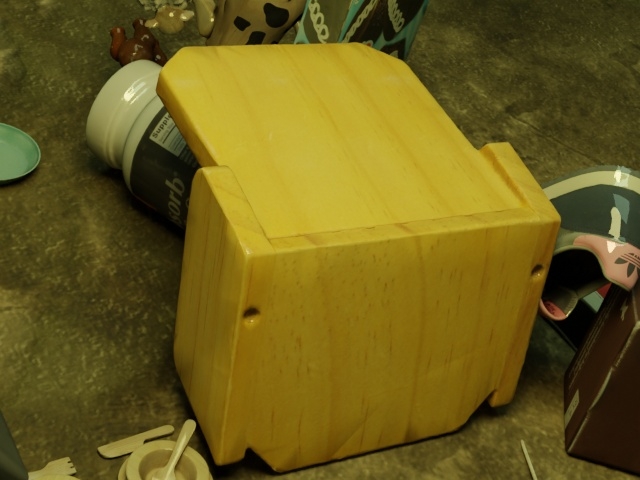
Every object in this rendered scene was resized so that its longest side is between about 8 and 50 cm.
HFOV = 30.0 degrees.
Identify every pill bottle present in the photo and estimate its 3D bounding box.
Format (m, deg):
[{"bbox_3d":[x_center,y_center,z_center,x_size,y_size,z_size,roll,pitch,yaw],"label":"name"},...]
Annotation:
[{"bbox_3d":[-0.122,-0.085,1.361,0.278,0.162,0.162,32,38,20],"label":"pill bottle"}]

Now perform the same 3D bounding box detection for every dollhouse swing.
[{"bbox_3d":[0.000,0.000,1.211,0.347,0.315,0.305,-8,32,-31],"label":"dollhouse swing"}]

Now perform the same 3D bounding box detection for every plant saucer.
[{"bbox_3d":[-0.386,-0.097,1.385,0.119,0.021,0.119,11,37,-9],"label":"plant saucer"}]

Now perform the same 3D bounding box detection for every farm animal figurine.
[{"bbox_3d":[-0.085,-0.240,1.492,0.330,0.327,0.172,-6,58,-19],"label":"farm animal figurine"}]

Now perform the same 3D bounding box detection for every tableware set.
[{"bbox_3d":[-0.178,0.218,1.036,0.194,0.039,0.128,-13,45,-36],"label":"tableware set"}]

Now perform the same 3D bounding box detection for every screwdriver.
[{"bbox_3d":[0.216,0.253,1.171,0.025,0.024,0.170,33,25,-31],"label":"screwdriver"}]

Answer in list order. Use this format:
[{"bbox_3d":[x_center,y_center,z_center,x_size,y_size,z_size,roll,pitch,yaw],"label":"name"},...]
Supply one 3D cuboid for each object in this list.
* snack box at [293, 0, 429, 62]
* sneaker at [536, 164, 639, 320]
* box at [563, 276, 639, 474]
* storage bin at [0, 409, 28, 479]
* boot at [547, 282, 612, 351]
[{"bbox_3d":[0.029,-0.198,1.436,0.060,0.322,0.187,37,40,21],"label":"snack box"},{"bbox_3d":[0.215,0.032,1.270,0.112,0.319,0.131,26,58,-22],"label":"sneaker"},{"bbox_3d":[0.465,0.170,1.246,0.381,0.191,0.143,16,35,-3],"label":"box"},{"bbox_3d":[-0.308,0.167,1.000,0.098,0.091,0.135,-37,48,-2],"label":"storage bin"},{"bbox_3d":[0.333,0.036,1.460,0.176,0.088,0.244,-12,53,-35],"label":"boot"}]
